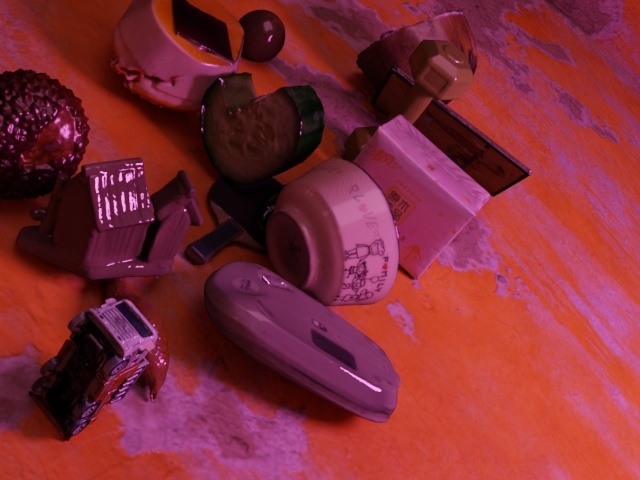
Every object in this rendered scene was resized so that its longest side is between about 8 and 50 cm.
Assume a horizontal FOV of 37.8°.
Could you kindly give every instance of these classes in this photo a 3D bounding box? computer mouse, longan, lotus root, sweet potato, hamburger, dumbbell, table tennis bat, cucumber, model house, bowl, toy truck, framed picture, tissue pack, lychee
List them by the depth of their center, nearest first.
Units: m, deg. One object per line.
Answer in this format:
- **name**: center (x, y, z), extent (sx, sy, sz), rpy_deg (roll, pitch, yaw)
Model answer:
- **toy truck**: center (-0.251, 0.141, 1.086), extent (0.080, 0.177, 0.115), rpy_deg (48, 35, 13)
- **sweet potato**: center (-0.244, 0.102, 1.232), extent (0.068, 0.068, 0.226), rpy_deg (0, 49, -40)
- **model house**: center (-0.269, -0.035, 1.250), extent (0.229, 0.188, 0.122), rpy_deg (-1, 47, -39)
- **lychee**: center (-0.415, -0.151, 1.280), extent (0.188, 0.188, 0.188), rpy_deg (23, 38, -19)
- **computer mouse**: center (-0.028, 0.149, 1.338), extent (0.331, 0.095, 0.197), rpy_deg (35, 21, -16)
- **bowl**: center (0.000, 0.000, 1.433), extent (0.126, 0.238, 0.238), rpy_deg (-16, 60, -30)
- **table tennis bat**: center (-0.122, -0.031, 1.517), extent (0.173, 0.022, 0.301), rpy_deg (42, 35, 5)
- **cucumber**: center (-0.095, -0.184, 1.556), extent (0.191, 0.191, 0.130), rpy_deg (43, 34, 8)
- **cucumber**: center (-0.035, -0.081, 1.596), extent (0.056, 0.056, 0.284), rpy_deg (42, 32, 7)
- **hamburger**: center (-0.247, -0.338, 1.646), extent (0.227, 0.151, 0.295), rpy_deg (30, 28, -15)
- **tissue pack**: center (0.154, -0.077, 1.661), extent (0.225, 0.185, 0.124), rpy_deg (42, 33, 6)
- **dumbbell**: center (0.160, -0.238, 1.742), extent (0.121, 0.302, 0.108), rpy_deg (39, 36, -2)
- **longan**: center (-0.128, -0.407, 1.871), extent (0.119, 0.106, 0.106), rpy_deg (-18, 54, -3)
- **framed picture**: center (0.256, -0.213, 1.897), extent (0.339, 0.255, 0.014), rpy_deg (38, 81, -1)
- **lotus root**: center (0.225, -0.367, 2.007), extent (0.272, 0.272, 0.192), rpy_deg (-22, 78, -50)
